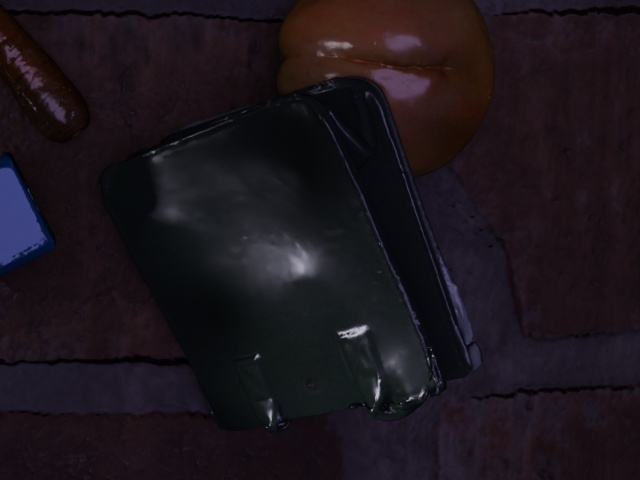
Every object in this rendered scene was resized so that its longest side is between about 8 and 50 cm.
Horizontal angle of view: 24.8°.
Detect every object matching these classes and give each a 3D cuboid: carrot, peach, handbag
[{"bbox_3d":[-0.252,-0.161,1.168,0.047,0.047,0.191,-37,95,-8],"label":"carrot"},{"bbox_3d":[0.055,-0.137,1.168,0.184,0.184,0.184,-1,92,-12],"label":"peach"},{"bbox_3d":[-0.027,0.022,1.131,0.079,0.247,0.260,-30,102,-50],"label":"handbag"}]

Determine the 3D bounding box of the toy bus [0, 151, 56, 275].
[{"bbox_3d":[-0.305,0.008,1.129,0.184,0.106,0.090,-28,100,-10],"label":"toy bus"}]
